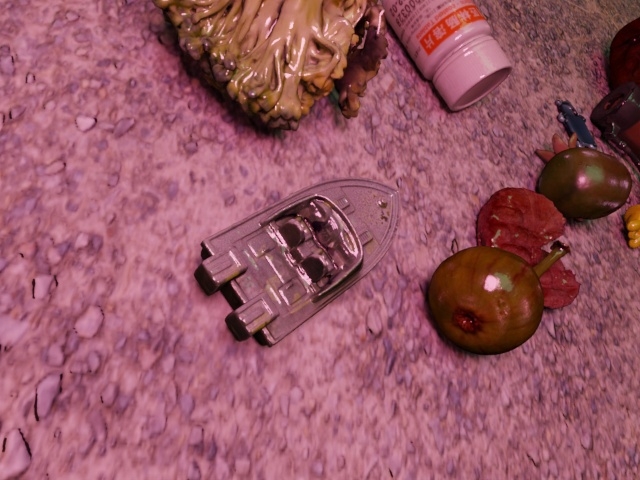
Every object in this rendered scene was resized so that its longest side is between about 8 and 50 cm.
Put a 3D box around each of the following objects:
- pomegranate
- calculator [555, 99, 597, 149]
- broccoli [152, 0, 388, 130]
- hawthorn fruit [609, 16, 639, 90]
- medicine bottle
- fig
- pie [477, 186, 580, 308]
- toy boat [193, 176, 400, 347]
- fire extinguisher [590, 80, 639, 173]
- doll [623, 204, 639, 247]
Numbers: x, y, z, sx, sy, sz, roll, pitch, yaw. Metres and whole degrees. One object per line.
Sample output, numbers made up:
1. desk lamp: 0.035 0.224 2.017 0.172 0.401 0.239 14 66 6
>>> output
1. pomegranate: 0.486 -0.124 0.863 0.151 0.131 0.191 9 41 -17
2. calculator: 0.580 -0.264 1.029 0.094 0.019 0.141 -4 68 -28
3. broccoli: -0.054 -0.321 0.631 0.334 0.271 0.324 -41 128 -41
4. hawthorn fruit: 0.888 -0.452 1.124 0.311 0.295 0.295 -5 70 -29
5. medicine bottle: 0.231 -0.378 0.836 0.144 0.144 0.252 -25 83 -33
6. fig: 0.264 0.061 0.657 0.259 0.151 0.151 -23 79 -43
7. pie: 0.355 0.009 0.773 0.204 0.054 0.219 22 62 -16
8. toy boat: 0.000 0.000 0.576 0.319 0.092 0.141 -33 86 -35
9. fire extinguisher: 0.805 -0.188 1.071 0.376 0.113 0.200 36 99 -6
10. doll: 0.722 -0.073 0.947 0.241 0.135 0.099 -36 60 -18
